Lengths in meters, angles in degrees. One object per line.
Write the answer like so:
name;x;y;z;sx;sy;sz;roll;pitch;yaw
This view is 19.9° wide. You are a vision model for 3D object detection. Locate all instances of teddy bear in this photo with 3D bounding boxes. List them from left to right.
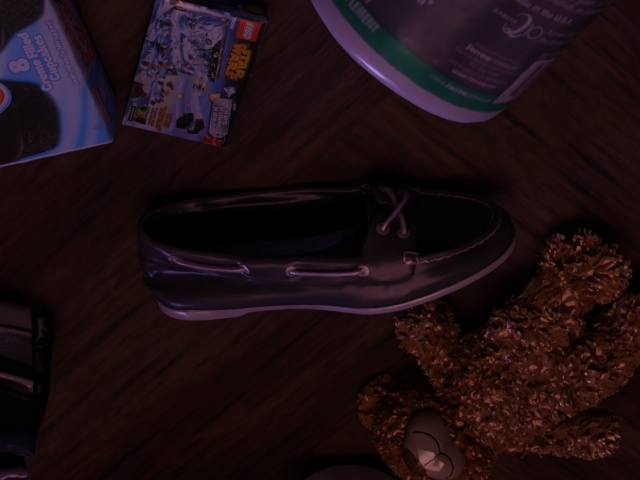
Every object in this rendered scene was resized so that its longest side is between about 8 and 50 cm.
teddy bear;0.182;0.129;1.704;0.338;0.113;0.245;-23;124;18

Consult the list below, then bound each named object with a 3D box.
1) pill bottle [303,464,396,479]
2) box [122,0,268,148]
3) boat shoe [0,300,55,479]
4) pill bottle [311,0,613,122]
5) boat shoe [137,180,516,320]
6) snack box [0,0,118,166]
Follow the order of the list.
pill bottle;0.029;0.364;1.870;0.153;0.153;0.264;0;131;0
box;-0.106;-0.146;1.522;0.094;0.027;0.137;13;129;-10
boat shoe;-0.405;0.132;1.628;0.340;0.158;0.127;3;143;-16
pill bottle;0.167;-0.271;1.307;0.204;0.204;0.361;30;123;-23
boat shoe;0.000;0.000;1.593;0.335;0.112;0.095;-8;134;11
snack box;-0.304;-0.197;1.455;0.187;0.060;0.322;-12;129;11
